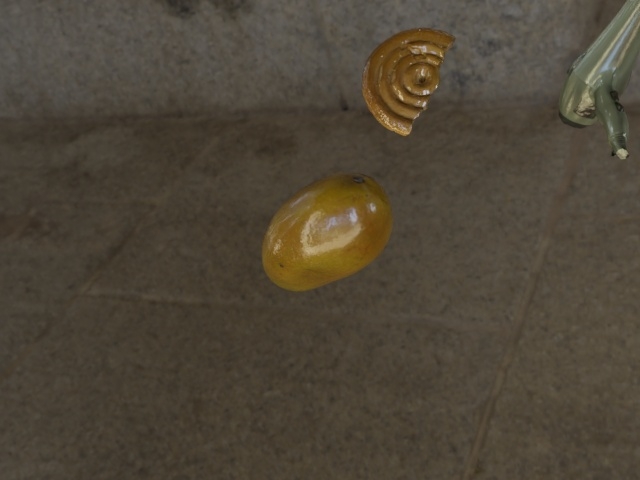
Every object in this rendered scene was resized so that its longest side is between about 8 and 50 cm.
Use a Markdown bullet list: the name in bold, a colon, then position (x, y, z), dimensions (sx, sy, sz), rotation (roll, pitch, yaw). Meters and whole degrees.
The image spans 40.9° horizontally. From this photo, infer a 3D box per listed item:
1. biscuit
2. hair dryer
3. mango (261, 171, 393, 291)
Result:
- **biscuit**: position (0.152, -0.311, 1.582), dimensions (0.144, 0.033, 0.224), rotation (26, 75, 11)
- **hair dryer**: position (0.406, -0.237, 1.151), dimensions (0.088, 0.219, 0.225), rotation (15, 20, -7)
- **mango**: position (0.000, 0.000, 1.027), dimensions (0.136, 0.227, 0.099), rotation (9, 60, -25)
